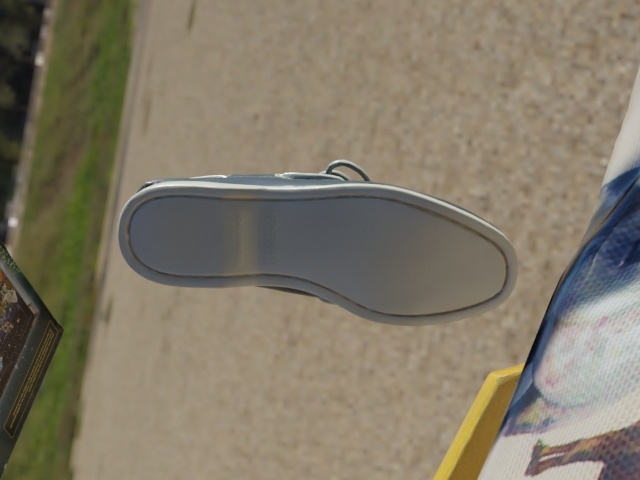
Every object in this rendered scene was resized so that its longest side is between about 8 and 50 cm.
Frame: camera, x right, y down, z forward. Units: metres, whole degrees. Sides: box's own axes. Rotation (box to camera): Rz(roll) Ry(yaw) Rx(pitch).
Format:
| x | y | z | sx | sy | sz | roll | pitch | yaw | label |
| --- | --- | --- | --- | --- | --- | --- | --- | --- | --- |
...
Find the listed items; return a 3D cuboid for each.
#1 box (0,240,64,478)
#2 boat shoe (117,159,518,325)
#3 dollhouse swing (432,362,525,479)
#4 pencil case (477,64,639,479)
| x | y | z | sx | sy | sz | roll | pitch | yaw | label |
| --- | --- | --- | --- | --- | --- | --- | --- | --- | --- |
| -0.213 | 0.090 | 0.834 | 0.159 | 0.044 | 0.233 | 65 | -145 | -46 | box |
| 0.000 | 0.000 | 1.121 | 0.079 | 0.254 | 0.095 | -64 | -26 | -73 | boat shoe |
| 0.220 | 0.310 | 1.349 | 0.305 | 0.347 | 0.315 | -56 | 14 | 8 | dollhouse swing |
| 0.117 | 0.042 | 0.429 | 0.160 | 0.183 | 0.410 | 54 | -129 | -42 | pencil case |
